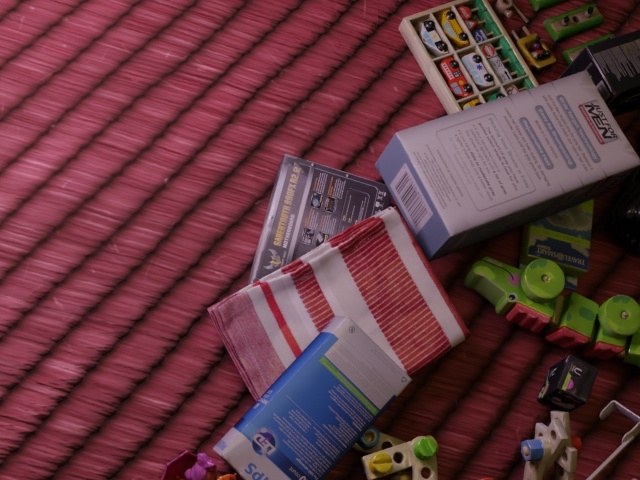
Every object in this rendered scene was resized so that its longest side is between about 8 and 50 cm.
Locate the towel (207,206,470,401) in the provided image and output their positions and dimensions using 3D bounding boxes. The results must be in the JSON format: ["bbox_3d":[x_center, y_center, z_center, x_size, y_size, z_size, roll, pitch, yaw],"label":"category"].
[{"bbox_3d":[0.031,0.123,1.647,0.329,0.037,0.237,-29,90,-12],"label":"towel"}]

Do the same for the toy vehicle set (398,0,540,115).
[{"bbox_3d":[0.269,-0.288,1.925,0.166,0.035,0.266,-23,76,-21],"label":"toy vehicle set"}]

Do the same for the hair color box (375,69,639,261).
[{"bbox_3d":[0.297,-0.121,1.771,0.375,0.113,0.185,-20,74,-23],"label":"hair color box"}]

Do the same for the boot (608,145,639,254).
[{"bbox_3d":[0.665,-0.058,1.873,0.348,0.131,0.260,19,58,6],"label":"boot"}]

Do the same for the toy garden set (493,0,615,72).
[{"bbox_3d":[0.403,-0.411,2.000,0.204,0.049,0.244,-22,75,-21],"label":"toy garden set"}]

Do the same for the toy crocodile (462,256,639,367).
[{"bbox_3d":[0.381,0.120,1.744,0.341,0.115,0.105,24,66,-4],"label":"toy crocodile"}]

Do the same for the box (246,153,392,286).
[{"bbox_3d":[0.000,0.000,1.731,0.183,0.056,0.231,16,65,-7],"label":"box"}]

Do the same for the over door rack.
[{"bbox_3d":[0.383,0.419,1.552,0.108,0.239,0.324,21,59,37],"label":"over door rack"}]

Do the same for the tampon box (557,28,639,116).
[{"bbox_3d":[0.520,-0.284,1.938,0.161,0.120,0.101,-19,74,-20],"label":"tampon box"}]

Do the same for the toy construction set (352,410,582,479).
[{"bbox_3d":[0.215,0.350,1.602,0.328,0.151,0.215,-7,70,-5],"label":"toy construction set"}]

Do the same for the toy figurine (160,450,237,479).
[{"bbox_3d":[-0.148,0.349,1.508,0.130,0.173,0.159,-17,60,-44],"label":"toy figurine"}]

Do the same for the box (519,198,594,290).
[{"bbox_3d":[0.387,-0.016,1.841,0.109,0.042,0.178,14,65,-8],"label":"box"}]

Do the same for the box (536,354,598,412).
[{"bbox_3d":[0.378,0.221,1.719,0.052,0.083,0.062,28,65,-2],"label":"box"}]

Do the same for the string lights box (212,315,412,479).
[{"bbox_3d":[-0.011,0.243,1.571,0.133,0.077,0.259,46,79,-8],"label":"string lights box"}]
